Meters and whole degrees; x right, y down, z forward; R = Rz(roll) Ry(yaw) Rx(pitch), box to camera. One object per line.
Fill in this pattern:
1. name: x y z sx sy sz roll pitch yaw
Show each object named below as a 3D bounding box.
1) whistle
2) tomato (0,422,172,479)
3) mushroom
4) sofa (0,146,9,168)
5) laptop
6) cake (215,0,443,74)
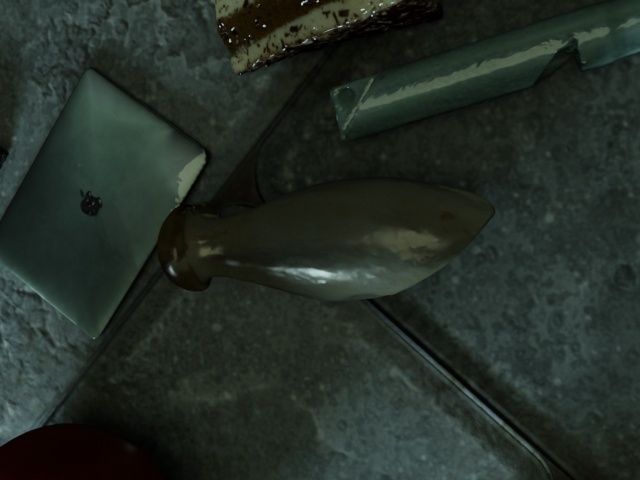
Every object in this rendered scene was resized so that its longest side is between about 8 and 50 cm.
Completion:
1. whistle: 0.160 -0.166 0.746 0.312 0.062 0.062 -14 92 16
2. tomato: -0.288 0.358 0.834 0.299 0.226 0.298 3 100 16
3. mushroom: 0.000 0.000 0.774 0.350 0.128 0.128 -3 95 17
4. sofa: -0.434 -0.074 0.925 0.060 0.039 0.118 37 103 9
5. laptop: -0.266 -0.042 0.896 0.188 0.015 0.269 36 103 9
6. cake: -0.012 -0.248 0.746 0.246 0.135 0.112 -11 94 16
